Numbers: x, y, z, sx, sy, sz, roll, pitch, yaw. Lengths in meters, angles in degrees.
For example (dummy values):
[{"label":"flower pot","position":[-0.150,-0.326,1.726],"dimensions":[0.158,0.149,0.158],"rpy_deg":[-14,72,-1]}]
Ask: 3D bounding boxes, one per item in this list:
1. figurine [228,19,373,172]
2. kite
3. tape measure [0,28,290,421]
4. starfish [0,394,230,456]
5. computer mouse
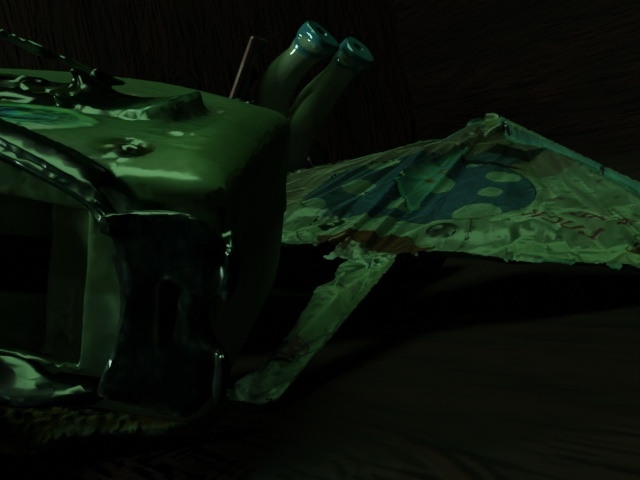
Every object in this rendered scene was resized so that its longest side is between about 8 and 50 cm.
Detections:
[{"label":"figurine","position":[-0.048,-0.056,0.893],"dimensions":[0.205,0.103,0.260],"rpy_deg":[2,-47,-52]},{"label":"kite","position":[0.039,-0.006,0.614],"dimensions":[0.406,0.014,0.368],"rpy_deg":[3,25,24]},{"label":"tape measure","position":[-0.116,-0.017,0.456],"dimensions":[0.207,0.115,0.235],"rpy_deg":[9,14,3]},{"label":"starfish","position":[-0.137,0.072,0.458],"dimensions":[0.216,0.050,0.223],"rpy_deg":[-2,10,12]},{"label":"computer mouse","position":[0.000,0.000,0.813],"dimensions":[0.167,0.090,0.379],"rpy_deg":[-9,2,19]}]
